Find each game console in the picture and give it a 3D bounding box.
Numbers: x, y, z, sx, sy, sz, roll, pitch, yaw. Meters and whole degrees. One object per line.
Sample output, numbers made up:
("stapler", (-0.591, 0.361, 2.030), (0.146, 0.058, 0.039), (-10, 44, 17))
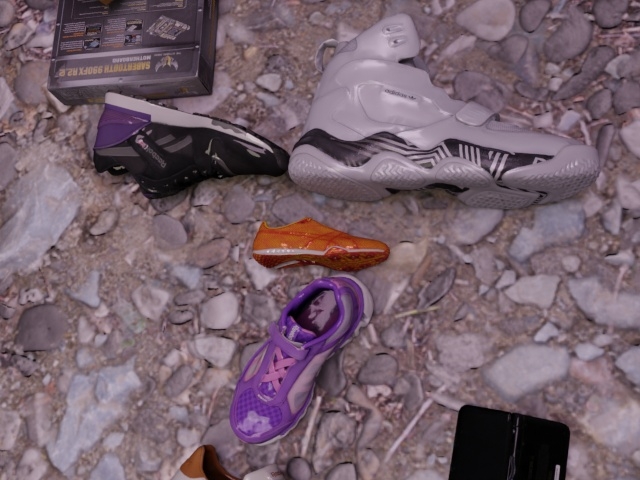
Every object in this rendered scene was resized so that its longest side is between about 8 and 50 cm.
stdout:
("game console", (0.210, 0.256, 0.793), (0.107, 0.071, 0.122), (15, 77, -16))

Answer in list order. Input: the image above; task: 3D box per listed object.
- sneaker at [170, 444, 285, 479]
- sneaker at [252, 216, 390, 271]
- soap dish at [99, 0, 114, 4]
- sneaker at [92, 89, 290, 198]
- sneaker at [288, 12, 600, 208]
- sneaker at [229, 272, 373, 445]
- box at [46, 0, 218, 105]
("sneaker", (-0.047, 0.325, 0.775), (0.290, 0.106, 0.123), (26, 84, 18))
("sneaker", (0.000, 0.000, 0.882), (0.175, 0.064, 0.068), (5, 66, 10))
("soap dish", (-0.294, -0.479, 1.008), (0.229, 0.118, 0.291), (34, 71, 27))
("sneaker", (-0.175, -0.103, 0.937), (0.283, 0.107, 0.124), (18, 90, 22))
("sneaker", (0.146, -0.157, 0.854), (0.365, 0.137, 0.210), (3, 78, 16))
("sneaker", (-0.033, 0.132, 0.829), (0.095, 0.104, 0.236), (35, 85, 17))
("box", (-0.267, -0.295, 1.019), (0.230, 0.056, 0.183), (-3, 74, 11))
